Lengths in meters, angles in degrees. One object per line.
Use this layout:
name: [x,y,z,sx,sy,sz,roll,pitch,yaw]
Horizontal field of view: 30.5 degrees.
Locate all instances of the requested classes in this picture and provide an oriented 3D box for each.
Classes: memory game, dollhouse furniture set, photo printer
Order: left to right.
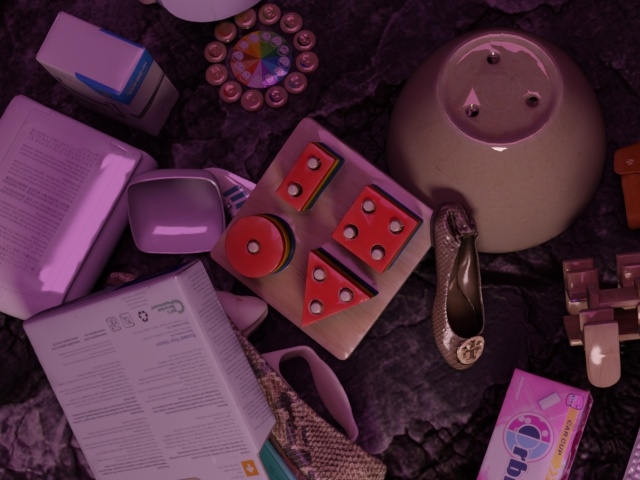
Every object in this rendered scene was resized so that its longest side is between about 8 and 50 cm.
photo printer: [-0.423,-0.037,1.773,0.256,0.107,0.307,24,80,13]
memory game: [-0.095,-0.289,1.851,0.186,0.012,0.186,-2,75,6]
dollhouse furniture set: [0.455,0.128,1.581,0.242,0.212,0.161,-7,112,6]

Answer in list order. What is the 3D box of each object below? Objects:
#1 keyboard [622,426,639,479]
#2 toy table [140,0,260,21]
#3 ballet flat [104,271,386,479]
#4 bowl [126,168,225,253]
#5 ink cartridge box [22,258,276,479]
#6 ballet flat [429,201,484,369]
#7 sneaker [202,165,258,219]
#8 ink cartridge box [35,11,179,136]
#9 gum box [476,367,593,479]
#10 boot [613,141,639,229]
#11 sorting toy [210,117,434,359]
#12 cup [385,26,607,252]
keyboard: [0.467,0.279,1.603,0.072,0.014,0.256,20,68,13]
toy table: [-0.195,-0.449,1.805,0.161,0.274,0.252,38,116,25]
ballet flat: [-0.093,0.193,1.664,0.182,0.164,0.483,-39,78,-27]
bowl: [-0.212,-0.050,1.746,0.142,0.142,0.053,-1,39,2]
ink cartridge box: [-0.221,0.215,1.591,0.324,0.071,0.330,-17,102,38]
ballet flat: [0.197,0.067,1.633,0.084,0.058,0.250,-18,111,-35]
sneaker: [-0.124,-0.053,1.766,0.161,0.057,0.075,24,74,10]
ink cartridge box: [-0.315,-0.245,1.768,0.148,0.203,0.086,24,81,13]
gum box: [0.291,0.284,1.611,0.107,0.062,0.188,17,78,23]
boot: [0.532,-0.150,1.694,0.211,0.104,0.295,-7,52,27]
sorting toy: [0.000,0.000,1.667,0.257,0.089,0.255,38,102,9]
cup: [0.248,-0.171,1.661,0.331,0.237,0.331,-2,74,7]
